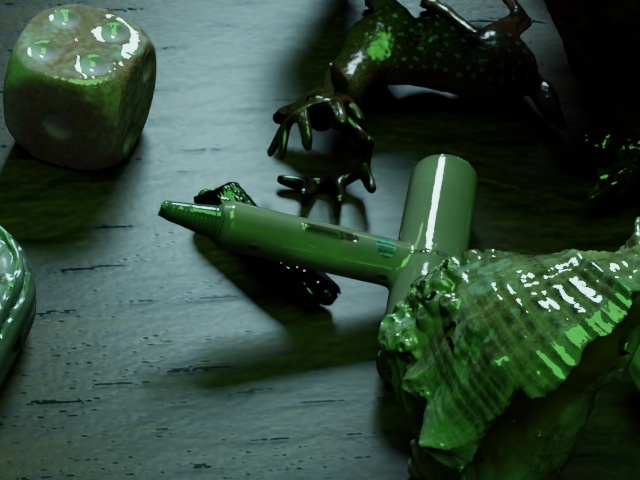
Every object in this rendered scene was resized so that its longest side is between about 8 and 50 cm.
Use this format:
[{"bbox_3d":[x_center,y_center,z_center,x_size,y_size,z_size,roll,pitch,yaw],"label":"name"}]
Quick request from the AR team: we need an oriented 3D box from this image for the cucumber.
[{"bbox_3d":[-0.041,0.004,1.261,0.033,0.034,0.135,-15,55,-48],"label":"cucumber"}]

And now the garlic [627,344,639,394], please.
[{"bbox_3d":[0.366,0.119,1.169,0.318,0.112,0.143,15,41,-8],"label":"garlic"}]

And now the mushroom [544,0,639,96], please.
[{"bbox_3d":[0.162,-0.270,1.332,0.356,0.331,0.334,-7,70,-3],"label":"mushroom"}]

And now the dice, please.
[{"bbox_3d":[-0.179,-0.114,1.317,0.093,0.094,0.091,16,49,7],"label":"dice"}]

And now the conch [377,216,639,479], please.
[{"bbox_3d":[0.126,0.074,1.077,0.163,0.245,0.178,39,27,-15],"label":"conch"}]

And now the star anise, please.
[{"bbox_3d":[0.263,-0.063,1.359,0.168,0.057,0.168,4,35,-3],"label":"star anise"}]

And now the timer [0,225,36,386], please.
[{"bbox_3d":[-0.301,0.046,1.157,0.208,0.069,0.190,16,48,6],"label":"timer"}]

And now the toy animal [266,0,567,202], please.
[{"bbox_3d":[0.070,-0.139,1.385,0.243,0.087,0.260,-2,42,-8],"label":"toy animal"}]

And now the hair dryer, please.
[{"bbox_3d":[-0.001,-0.009,1.238,0.220,0.053,0.195,21,45,-6],"label":"hair dryer"}]
